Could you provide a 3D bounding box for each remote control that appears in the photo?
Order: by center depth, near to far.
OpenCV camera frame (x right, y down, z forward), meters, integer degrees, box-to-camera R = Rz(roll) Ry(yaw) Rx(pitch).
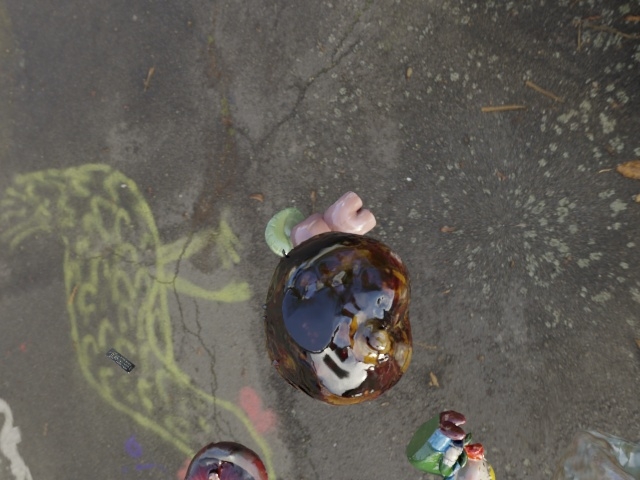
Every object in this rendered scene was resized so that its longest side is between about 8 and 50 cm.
[{"bbox_3d":[-0.605,0.365,1.298,0.091,0.034,0.016,41,134,-3],"label":"remote control"}]

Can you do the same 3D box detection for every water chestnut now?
[{"bbox_3d":[0.029,0.153,0.875,0.334,0.347,0.336,4,74,-15],"label":"water chestnut"}]

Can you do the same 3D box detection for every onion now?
[{"bbox_3d":[-0.275,0.728,1.271,0.271,0.195,0.273,-1,76,5],"label":"onion"}]

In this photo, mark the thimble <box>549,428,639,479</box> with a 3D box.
[{"bbox_3d":[0.347,0.309,0.424,0.229,0.195,0.148,29,101,56],"label":"thimble"}]

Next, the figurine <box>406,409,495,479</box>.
[{"bbox_3d":[0.336,0.511,0.998,0.234,0.127,0.185,34,111,5],"label":"figurine"}]

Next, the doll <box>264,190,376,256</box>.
[{"bbox_3d":[0.000,0.000,1.256,0.284,0.268,0.216,50,152,1],"label":"doll"}]
